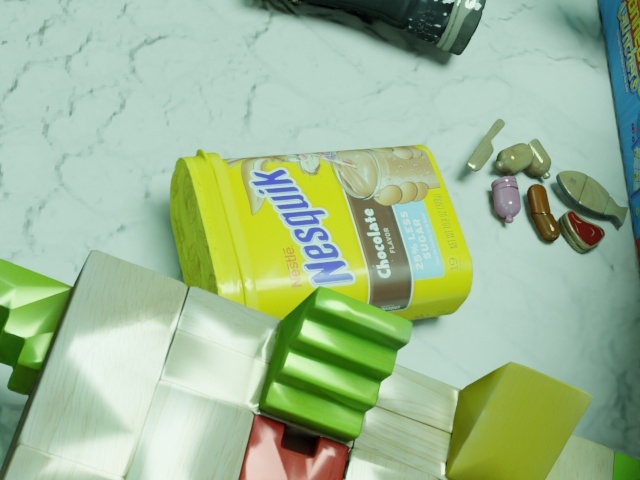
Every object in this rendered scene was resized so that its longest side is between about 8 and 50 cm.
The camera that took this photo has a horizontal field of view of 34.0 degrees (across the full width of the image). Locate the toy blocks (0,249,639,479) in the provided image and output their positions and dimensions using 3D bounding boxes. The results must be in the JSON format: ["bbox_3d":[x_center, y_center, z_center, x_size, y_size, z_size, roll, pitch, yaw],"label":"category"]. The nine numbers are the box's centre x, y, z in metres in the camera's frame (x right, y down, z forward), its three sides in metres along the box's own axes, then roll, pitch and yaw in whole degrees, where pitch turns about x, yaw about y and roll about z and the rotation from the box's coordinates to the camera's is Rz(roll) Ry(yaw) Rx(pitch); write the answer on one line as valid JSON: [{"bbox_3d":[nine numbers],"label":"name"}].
[{"bbox_3d":[-0.021,0.183,0.484,0.381,0.191,0.261,23,60,-13],"label":"toy blocks"}]

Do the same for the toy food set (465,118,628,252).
[{"bbox_3d":[0.163,-0.032,0.770,0.122,0.019,0.078,38,57,-1],"label":"toy food set"}]

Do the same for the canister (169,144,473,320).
[{"bbox_3d":[0.000,0.000,0.671,0.169,0.073,0.126,-6,62,-21],"label":"canister"}]

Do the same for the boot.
[{"bbox_3d":[0.045,-0.263,0.836,0.178,0.085,0.236,11,58,-7],"label":"boot"}]

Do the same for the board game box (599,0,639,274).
[{"bbox_3d":[0.394,-0.092,0.831,0.308,0.086,0.302,8,58,-11],"label":"board game box"}]
